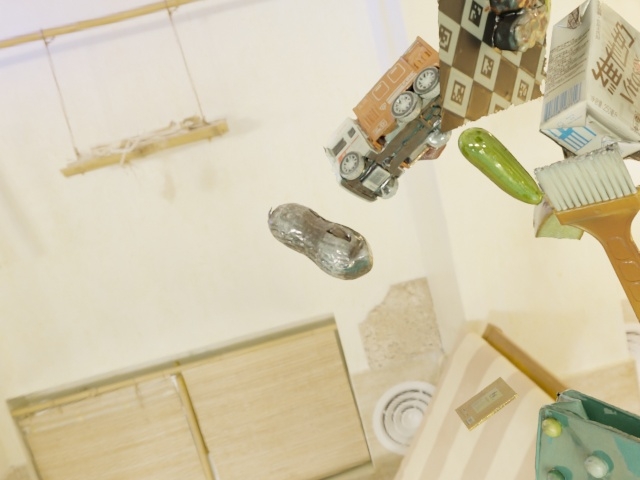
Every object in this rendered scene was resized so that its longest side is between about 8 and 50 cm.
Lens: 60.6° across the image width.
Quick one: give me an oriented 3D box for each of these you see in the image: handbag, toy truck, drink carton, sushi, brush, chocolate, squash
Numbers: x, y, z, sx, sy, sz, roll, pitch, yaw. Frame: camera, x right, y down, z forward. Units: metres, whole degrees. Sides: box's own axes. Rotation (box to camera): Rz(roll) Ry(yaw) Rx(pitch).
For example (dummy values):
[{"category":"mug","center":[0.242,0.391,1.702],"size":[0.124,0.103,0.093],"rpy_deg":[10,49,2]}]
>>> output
[{"category":"handbag","center":[0.468,0.402,0.873],"size":[0.100,0.269,0.274],"rpy_deg":[-13,19,-31]},{"category":"toy truck","center":[0.182,-0.291,1.345],"size":[0.173,0.207,0.387],"rpy_deg":[25,-62,-43]},{"category":"drink carton","center":[0.608,-0.345,1.200],"size":[0.194,0.324,0.132],"rpy_deg":[27,-27,-19]},{"category":"sushi","center":[0.241,-0.301,0.678],"size":[0.264,0.290,0.050],"rpy_deg":[-23,25,-37]},{"category":"brush","center":[0.349,0.017,0.627],"size":[0.090,0.314,0.017],"rpy_deg":[-16,38,41]},{"category":"chocolate","center":[0.000,0.000,1.126],"size":[0.248,0.110,0.110],"rpy_deg":[33,33,21]},{"category":"squash","center":[0.339,-0.138,1.022],"size":[0.066,0.201,0.066],"rpy_deg":[-50,5,6]}]

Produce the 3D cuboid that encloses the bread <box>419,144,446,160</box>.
[{"category":"bread","center":[0.299,-0.287,1.561],"size":[0.192,0.119,0.067],"rpy_deg":[-58,-1,30]}]

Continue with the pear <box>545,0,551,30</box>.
[{"category":"pear","center":[0.506,-0.698,1.532],"size":[0.238,0.318,0.342],"rpy_deg":[-3,5,-2]}]

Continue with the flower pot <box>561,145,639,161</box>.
[{"category":"flower pot","center":[0.798,-0.328,1.500],"size":[0.267,0.266,0.266],"rpy_deg":[-11,11,30]}]

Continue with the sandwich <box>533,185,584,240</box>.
[{"category":"sandwich","center":[0.635,-0.065,1.457],"size":[0.122,0.128,0.236],"rpy_deg":[6,23,19]}]

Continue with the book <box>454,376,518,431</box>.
[{"category":"book","center":[0.478,0.471,1.584],"size":[0.172,0.012,0.118],"rpy_deg":[-37,12,3]}]
